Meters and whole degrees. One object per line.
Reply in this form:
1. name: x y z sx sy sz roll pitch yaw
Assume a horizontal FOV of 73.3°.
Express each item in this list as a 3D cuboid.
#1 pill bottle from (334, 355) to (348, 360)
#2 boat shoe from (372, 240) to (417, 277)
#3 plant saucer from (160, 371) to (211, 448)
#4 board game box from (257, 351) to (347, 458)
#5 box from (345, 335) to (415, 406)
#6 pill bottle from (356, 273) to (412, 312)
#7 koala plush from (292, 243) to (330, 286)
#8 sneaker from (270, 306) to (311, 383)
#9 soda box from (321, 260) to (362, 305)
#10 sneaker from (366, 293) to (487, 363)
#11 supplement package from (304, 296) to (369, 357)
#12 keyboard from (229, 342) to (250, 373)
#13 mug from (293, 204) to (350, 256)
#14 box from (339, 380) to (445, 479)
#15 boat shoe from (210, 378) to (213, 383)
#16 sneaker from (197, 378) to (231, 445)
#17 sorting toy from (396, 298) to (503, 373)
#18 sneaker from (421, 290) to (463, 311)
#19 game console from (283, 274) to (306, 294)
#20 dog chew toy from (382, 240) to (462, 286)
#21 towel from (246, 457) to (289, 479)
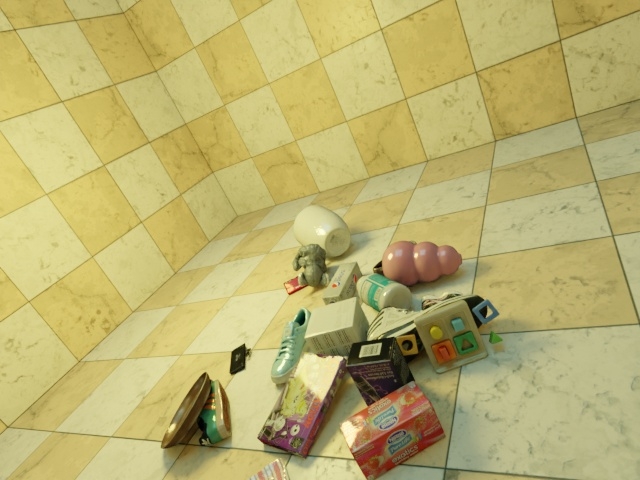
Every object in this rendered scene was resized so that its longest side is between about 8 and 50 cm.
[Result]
1. pill bottle: 0.053 0.469 1.614 0.116 0.065 0.065 -18 23 21
2. boat shoe: 0.370 0.089 2.084 0.324 0.097 0.116 -39 25 -29
3. plant saucer: -0.513 0.665 1.677 0.311 0.050 0.310 -53 11 15
4. board game box: -0.056 0.551 1.488 0.208 0.056 0.347 -3 43 38
5. box: 0.195 0.424 1.364 0.153 0.207 0.108 -17 23 25
6. pill bottle: 0.258 0.226 1.831 0.146 0.146 0.264 -33 22 -16
7. koala plush: -0.046 0.153 2.295 0.196 0.203 0.221 6 50 -9
8. sneaker: -0.128 0.425 1.804 0.135 0.150 0.366 -15 24 29
9. soda box: 0.110 0.220 2.085 0.098 0.091 0.286 -12 26 30
10. sneaker: 0.358 0.276 1.570 0.447 0.169 0.257 -27 23 4
11. supplement package: 0.071 0.362 1.723 0.203 0.149 0.194 -19 23 19
12. keyboard: -0.368 0.541 1.989 0.108 0.023 0.180 -32 22 4
13. mug: 0.000 0.000 2.536 0.374 0.276 0.328 -57 31 1
14. box: 0.201 0.534 1.213 0.256 0.128 0.122 -28 21 -5
15. boat shoe: -0.494 0.657 1.837 0.049 0.040 0.142 -15 24 25
16. sneaker: -0.422 0.658 1.662 0.121 0.108 0.302 -24 22 -6
17. sorting toy: 0.420 0.315 1.388 0.347 0.196 0.047 -23 -3 8
18. sneaker: 0.472 0.252 1.661 0.178 0.072 0.077 -20 33 37
19. game console: -0.126 0.243 2.408 0.144 0.085 0.124 -28 52 -3
20. dog chew toy: 0.443 0.096 1.871 0.331 0.207 0.207 -6 28 24
21. towel: -0.183 0.753 1.282 0.197 0.029 0.144 -30 22 -11
